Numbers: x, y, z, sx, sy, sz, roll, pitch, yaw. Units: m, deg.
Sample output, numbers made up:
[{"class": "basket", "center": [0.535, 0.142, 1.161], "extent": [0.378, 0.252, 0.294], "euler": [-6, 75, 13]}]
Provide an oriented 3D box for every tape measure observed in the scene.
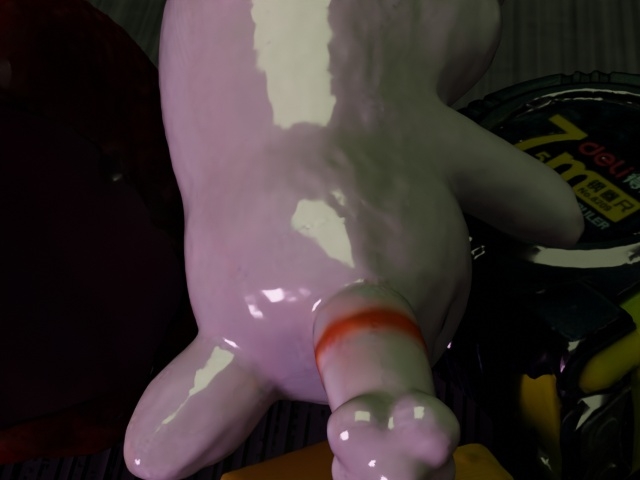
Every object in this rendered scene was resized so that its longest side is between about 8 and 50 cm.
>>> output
[{"class": "tape measure", "center": [0.119, 0.013, 0.815], "extent": [0.186, 0.112, 0.199], "euler": [-30, 47, -22]}]

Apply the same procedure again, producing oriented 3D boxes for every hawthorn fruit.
[{"class": "hawthorn fruit", "center": [-0.163, -0.006, 0.798], "extent": [0.249, 0.215, 0.215], "euler": [2, 32, 36]}]

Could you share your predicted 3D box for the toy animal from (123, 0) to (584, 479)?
[{"class": "toy animal", "center": [0.008, 0.000, 0.694], "extent": [0.140, 0.138, 0.282], "euler": [-30, 49, 29]}]

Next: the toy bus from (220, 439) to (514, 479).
[{"class": "toy bus", "center": [0.051, 0.167, 0.581], "extent": [0.121, 0.123, 0.335], "euler": [-17, 36, -18]}]
